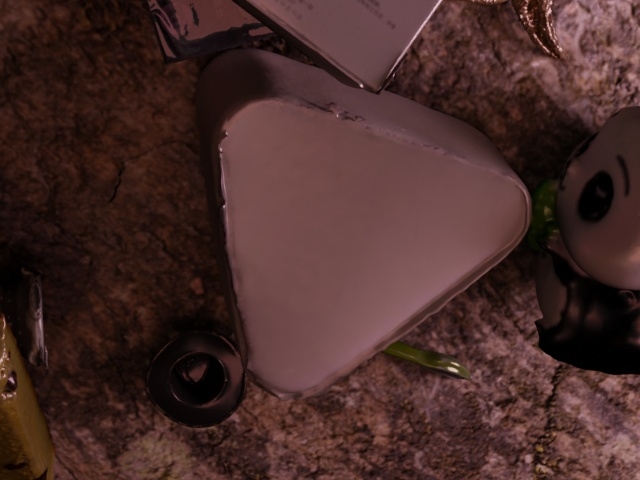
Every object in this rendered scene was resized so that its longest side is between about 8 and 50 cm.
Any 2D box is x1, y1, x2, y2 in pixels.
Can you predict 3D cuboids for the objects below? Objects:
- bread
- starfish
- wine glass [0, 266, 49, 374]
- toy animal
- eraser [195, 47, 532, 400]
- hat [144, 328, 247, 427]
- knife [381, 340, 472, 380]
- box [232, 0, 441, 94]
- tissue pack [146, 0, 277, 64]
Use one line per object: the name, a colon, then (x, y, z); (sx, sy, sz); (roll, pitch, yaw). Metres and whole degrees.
bread: (-0.340, 0.174, 1.181); (0.138, 0.077, 0.361); (-5, 153, -7)
starfish: (0.201, -0.254, 1.171); (0.213, 0.057, 0.238); (-25, 143, -9)
wine glass: (-0.367, 0.080, 1.200); (0.204, 0.111, 0.111); (-2, 119, -12)
toy animal: (0.311, -0.004, 1.262); (0.212, 0.213, 0.267); (-9, 125, -8)
eraser: (0.000, 0.000, 1.224); (0.331, 0.150, 0.331); (-6, 118, -12)
hat: (-0.135, 0.142, 1.326); (0.121, 0.050, 0.121); (-5, 115, -10)
knife: (0.101, 0.126, 1.391); (0.184, 0.022, 0.026); (21, 138, -24)
box: (0.040, -0.304, 1.047); (0.200, 0.106, 0.299); (34, 92, -27)
tissue pack: (-0.083, -0.235, 1.124); (0.156, 0.051, 0.112); (-16, 117, -3)
